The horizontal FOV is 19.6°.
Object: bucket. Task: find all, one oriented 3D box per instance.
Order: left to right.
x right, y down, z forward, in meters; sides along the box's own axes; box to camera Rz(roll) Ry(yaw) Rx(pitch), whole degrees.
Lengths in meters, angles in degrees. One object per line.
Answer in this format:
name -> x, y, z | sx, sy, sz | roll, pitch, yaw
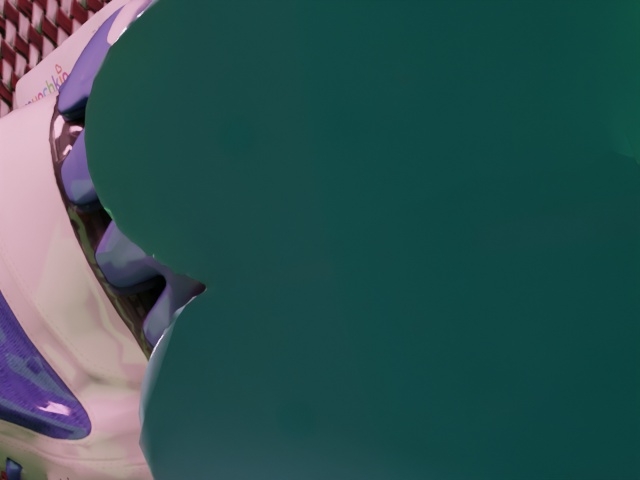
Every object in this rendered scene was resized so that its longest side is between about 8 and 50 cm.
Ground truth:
bucket -> 0.085, -0.032, 0.276 | 0.281, 0.183, 0.281 | 171, 90, -68

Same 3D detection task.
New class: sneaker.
sneaker -> -0.077, 0.077, 0.753 | 0.182, 0.127, 0.316 | -18, 88, 33

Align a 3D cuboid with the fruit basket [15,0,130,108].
fruit basket -> 0.000, 0.000, 0.903 | 0.353, 0.165, 0.327 | -29, 81, 40
